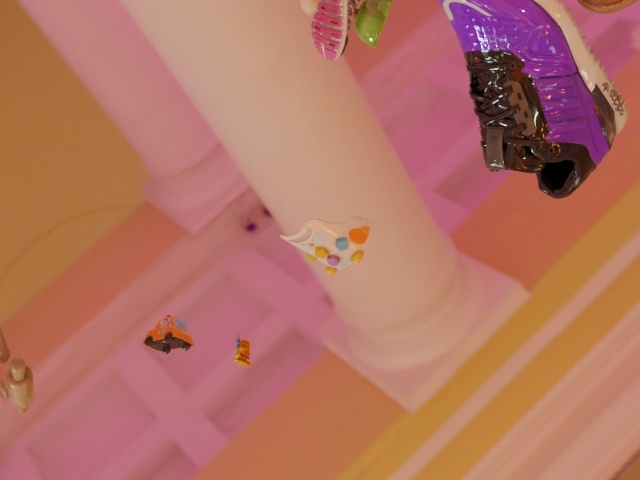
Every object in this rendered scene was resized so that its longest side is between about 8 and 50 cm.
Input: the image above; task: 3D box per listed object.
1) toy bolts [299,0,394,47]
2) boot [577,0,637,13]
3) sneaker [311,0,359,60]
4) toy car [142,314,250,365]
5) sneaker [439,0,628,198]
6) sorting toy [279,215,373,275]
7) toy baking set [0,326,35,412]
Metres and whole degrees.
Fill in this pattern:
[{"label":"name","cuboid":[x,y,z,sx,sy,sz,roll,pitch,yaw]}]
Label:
[{"label":"toy bolts","cuboid":[0.069,-0.491,1.958,0.159,0.218,0.228,20,-143,1]},{"label":"boot","cuboid":[0.271,-0.331,0.917,0.109,0.220,0.283,47,-64,23]},{"label":"sneaker","cuboid":[0.033,-0.351,1.621,0.063,0.170,0.075,27,-140,31]},{"label":"toy car","cuboid":[-0.144,0.118,1.279,0.060,0.122,0.040,-26,-129,49]},{"label":"sneaker","cuboid":[0.198,-0.142,1.080,0.102,0.293,0.146,16,-109,52]},{"label":"sorting toy","cuboid":[0.000,0.000,1.152,0.083,0.075,0.044,-28,-131,44]},{"label":"toy baking set","cuboid":[-0.398,0.117,1.321,0.030,0.256,0.196,-26,-112,-23]}]
